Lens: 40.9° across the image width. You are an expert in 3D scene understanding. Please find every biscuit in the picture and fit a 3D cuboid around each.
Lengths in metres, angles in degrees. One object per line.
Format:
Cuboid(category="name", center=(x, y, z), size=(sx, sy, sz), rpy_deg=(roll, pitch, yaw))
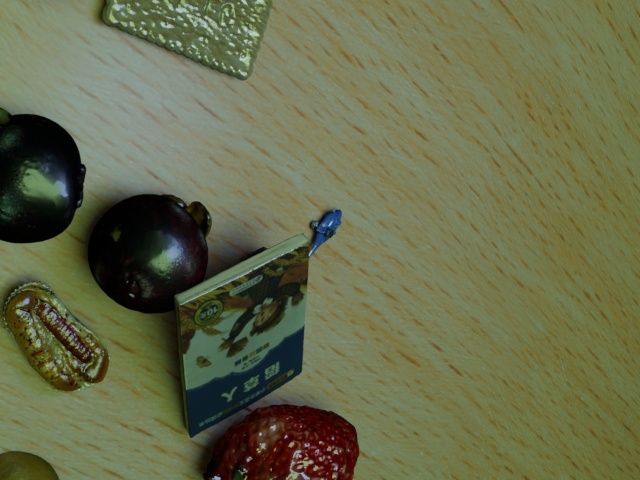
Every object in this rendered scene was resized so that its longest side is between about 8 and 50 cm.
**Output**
Cuboid(category="biscuit", center=(-0.245, -0.455, 1.637), size=(0.325, 0.044, 0.217), rpy_deg=(16, 92, -34))

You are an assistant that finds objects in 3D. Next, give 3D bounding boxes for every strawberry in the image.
Cuboid(category="strawberry", center=(-0.066, 0.470, 1.835), size=(0.310, 0.291, 0.292), rpy_deg=(-52, 123, -16))

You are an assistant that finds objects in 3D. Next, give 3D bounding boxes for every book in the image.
Cuboid(category="book", center=(-0.154, 0.201, 1.740), size=(0.300, 0.039, 0.428), rpy_deg=(-28, 142, -28))

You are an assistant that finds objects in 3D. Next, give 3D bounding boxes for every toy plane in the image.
Cuboid(category="toy plane", center=(0.000, 0.000, 1.908), size=(0.167, 0.054, 0.062), rpy_deg=(-55, 149, -11))

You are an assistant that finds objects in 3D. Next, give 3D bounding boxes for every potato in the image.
Cuboid(category="potato", center=(-0.551, 0.512, 1.607), size=(0.178, 0.158, 0.204), rpy_deg=(-4, 100, -34))

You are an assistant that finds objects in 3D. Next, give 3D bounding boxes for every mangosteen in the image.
Cuboid(category="mangosteen", center=(-0.309, 0.011, 1.622), size=(0.228, 0.228, 0.265), rpy_deg=(67, 31, -25))
Cuboid(category="mangosteen", center=(-0.516, -0.109, 1.451), size=(0.243, 0.243, 0.243), rpy_deg=(-8, 106, -31))

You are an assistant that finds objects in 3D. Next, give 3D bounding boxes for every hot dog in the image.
Cuboid(category="hot dog", center=(-0.497, 0.183, 1.610), size=(0.131, 0.069, 0.253), rpy_deg=(-40, 119, -18))

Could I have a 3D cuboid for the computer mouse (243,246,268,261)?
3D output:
Cuboid(category="computer mouse", center=(-0.138, 0.103, 1.831), size=(0.105, 0.062, 0.192), rpy_deg=(-2, 108, -34))
